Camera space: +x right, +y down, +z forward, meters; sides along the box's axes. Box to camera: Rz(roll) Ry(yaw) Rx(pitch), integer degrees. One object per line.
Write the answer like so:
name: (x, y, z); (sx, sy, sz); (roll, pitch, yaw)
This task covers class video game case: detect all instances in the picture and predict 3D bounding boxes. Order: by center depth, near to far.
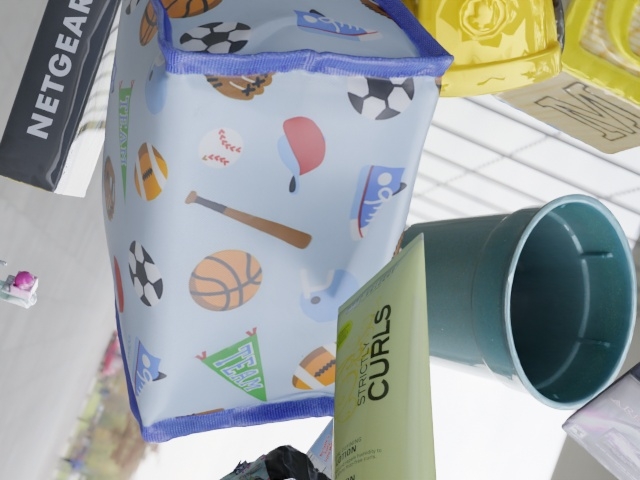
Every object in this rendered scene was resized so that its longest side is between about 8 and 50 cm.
video game case: (0.389, 0.243, 1.236); (0.026, 0.196, 0.274); (-44, 167, -17)

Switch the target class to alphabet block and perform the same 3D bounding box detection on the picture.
alphabet block: (0.339, -0.231, 1.272); (0.197, 0.193, 0.192); (168, -55, -78)

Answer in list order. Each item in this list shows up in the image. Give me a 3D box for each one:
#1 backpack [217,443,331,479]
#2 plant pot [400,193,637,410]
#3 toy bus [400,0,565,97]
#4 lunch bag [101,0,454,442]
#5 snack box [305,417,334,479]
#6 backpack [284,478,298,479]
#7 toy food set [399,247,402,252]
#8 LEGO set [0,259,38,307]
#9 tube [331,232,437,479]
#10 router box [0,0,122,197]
backpack: (-0.067, 0.311, 1.178); (0.182, 0.152, 0.115); (-34, -162, 16)
plant pot: (0.291, 0.095, 1.829); (0.334, 0.341, 0.341); (1, -115, 49)
toy bus: (0.119, -0.260, 0.936); (0.220, 0.149, 0.211); (-96, 175, -50)
lunch bag: (-0.066, -0.085, 0.903); (0.385, 0.239, 0.327); (-120, -145, -54)
snack box: (0.026, 0.292, 1.540); (0.178, 0.064, 0.022); (-53, 145, 1)
backpack: (0.025, 0.365, 0.888); (0.290, 0.355, 0.273); (31, 79, -56)
toy food set: (0.000, 0.000, 1.279); (0.071, 0.218, 0.128); (-50, 167, -14)
LEGO set: (-0.396, 0.127, 1.135); (0.107, 0.132, 0.287); (97, 0, -50)
tube: (0.036, 0.102, 0.661); (0.240, 0.070, 0.062); (-87, 166, -48)
router box: (-0.302, -0.212, 1.368); (0.243, 0.081, 0.308); (-154, -97, -86)
